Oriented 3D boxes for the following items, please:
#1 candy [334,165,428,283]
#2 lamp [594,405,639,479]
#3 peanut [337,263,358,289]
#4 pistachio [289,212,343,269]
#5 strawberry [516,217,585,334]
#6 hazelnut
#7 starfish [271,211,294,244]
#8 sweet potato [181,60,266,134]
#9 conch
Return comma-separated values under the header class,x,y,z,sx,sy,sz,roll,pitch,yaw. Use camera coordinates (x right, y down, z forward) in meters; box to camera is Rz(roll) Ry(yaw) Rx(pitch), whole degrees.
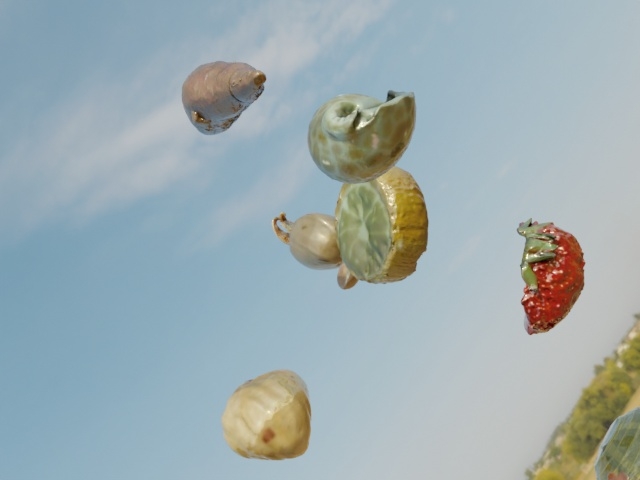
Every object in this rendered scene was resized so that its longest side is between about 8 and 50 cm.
class,x,y,z,sx,sy,sz,roll,pitch,yaw
candy,0.125,-0.034,1.249,0.117,0.260,0.260,-6,-52,-30
lamp,0.600,0.402,0.962,0.250,0.284,0.250,-48,-26,-34
peanut,0.092,0.103,1.848,0.152,0.076,0.076,-59,-11,-61
pistachio,0.000,0.000,1.499,0.137,0.237,0.153,-27,-80,-26
strawberry,0.282,0.056,0.738,0.187,0.082,0.147,63,-141,-55
hazelnut,-0.118,0.470,1.559,0.261,0.261,0.241,-33,-78,-35
starfish,-0.042,-0.002,1.649,0.053,0.209,0.150,104,-168,-56
sweet potato,-0.095,-0.139,0.550,0.068,0.068,0.226,-48,14,-13
conch,0.045,-0.111,0.650,0.116,0.173,0.106,-38,-75,-21
